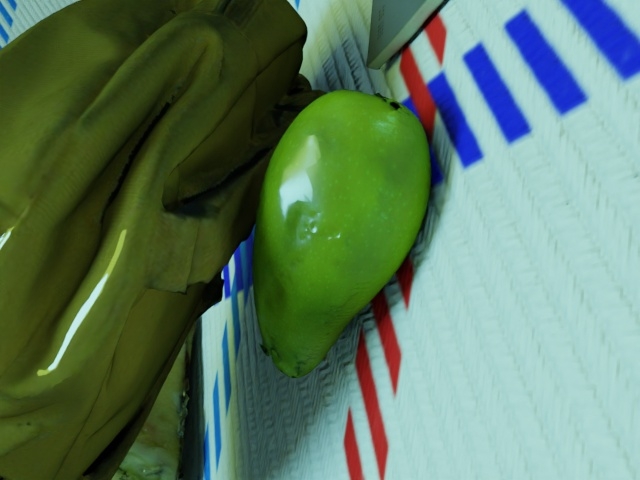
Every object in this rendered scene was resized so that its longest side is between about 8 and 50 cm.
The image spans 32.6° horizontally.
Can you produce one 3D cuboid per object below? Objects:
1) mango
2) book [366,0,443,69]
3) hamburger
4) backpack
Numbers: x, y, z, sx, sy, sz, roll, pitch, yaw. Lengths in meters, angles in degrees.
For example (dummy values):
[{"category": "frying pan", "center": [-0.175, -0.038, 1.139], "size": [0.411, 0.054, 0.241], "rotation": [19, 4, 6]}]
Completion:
[{"category": "mango", "center": [0.000, 0.000, 0.548], "size": [0.091, 0.074, 0.165], "rotation": [-104, 31, -54]}, {"category": "book", "center": [0.067, -0.181, 0.574], "size": [0.182, 0.014, 0.127], "rotation": [139, 141, -64]}, {"category": "hamburger", "center": [-0.176, 0.155, 0.930], "size": [0.262, 0.131, 0.124], "rotation": [-94, 23, -59]}, {"category": "backpack", "center": [-0.143, -0.009, 0.688], "size": [0.353, 0.201, 0.378], "rotation": [-53, 3, 35]}]
